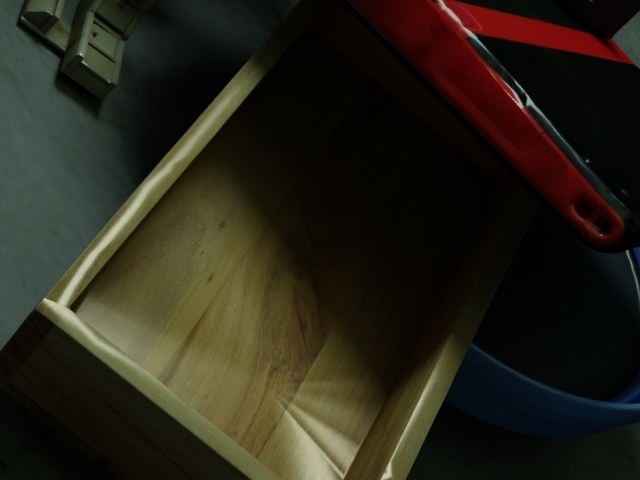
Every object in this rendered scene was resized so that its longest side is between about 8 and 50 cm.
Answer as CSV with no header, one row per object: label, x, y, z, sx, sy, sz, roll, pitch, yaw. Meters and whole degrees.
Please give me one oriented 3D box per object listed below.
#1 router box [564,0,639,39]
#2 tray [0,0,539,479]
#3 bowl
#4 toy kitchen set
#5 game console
router box,0.158,-0.244,1.112,0.179,0.046,0.133,32,26,-31
tray,0.000,0.000,0.876,0.203,0.076,0.411,39,42,-5
bowl,0.139,-0.027,1.120,0.391,0.077,0.391,22,45,-24
toy kitchen set,-0.139,-0.152,0.935,0.068,0.075,0.083,36,32,-26
game console,0.134,-0.127,1.003,0.342,0.060,0.386,52,23,14
